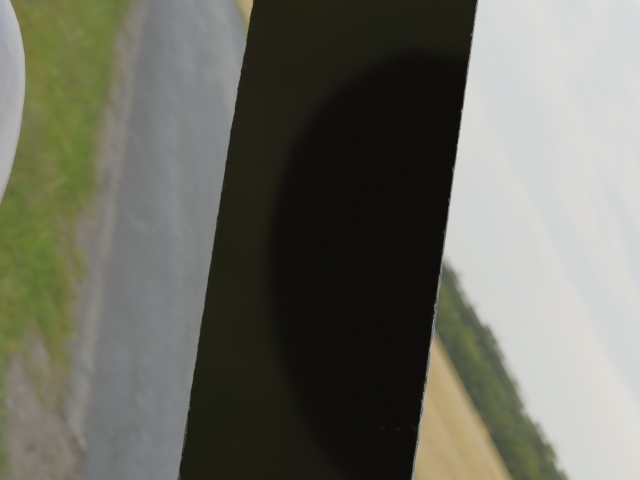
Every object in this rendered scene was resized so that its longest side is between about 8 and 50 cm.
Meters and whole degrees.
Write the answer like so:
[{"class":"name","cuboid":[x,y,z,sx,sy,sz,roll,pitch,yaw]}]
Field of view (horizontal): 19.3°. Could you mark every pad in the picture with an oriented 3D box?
[{"class":"pad","cuboid":[0.000,0.000,0.726,0.164,0.004,0.243,1,-100,57]}]

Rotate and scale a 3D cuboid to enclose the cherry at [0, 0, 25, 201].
[{"class":"cherry","cuboid":[-0.221,-0.029,0.734,0.239,0.206,0.239,-1,90,-84]}]
